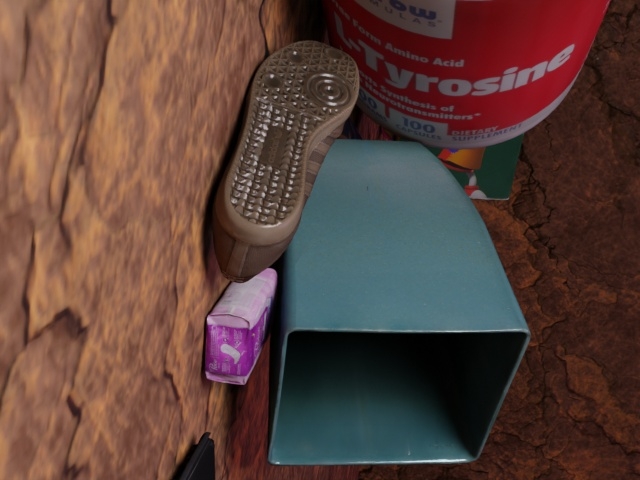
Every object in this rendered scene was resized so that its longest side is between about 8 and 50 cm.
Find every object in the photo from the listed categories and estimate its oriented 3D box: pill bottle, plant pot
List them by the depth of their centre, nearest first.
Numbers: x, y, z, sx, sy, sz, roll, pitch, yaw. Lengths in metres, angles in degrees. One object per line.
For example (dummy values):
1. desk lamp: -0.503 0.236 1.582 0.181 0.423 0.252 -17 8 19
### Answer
1. pill bottle: 0.103 -0.231 0.641 0.408 0.229 0.229 67 33 -75
2. plant pot: 0.041 0.034 0.737 0.234 0.165 0.166 -96 -169 -45

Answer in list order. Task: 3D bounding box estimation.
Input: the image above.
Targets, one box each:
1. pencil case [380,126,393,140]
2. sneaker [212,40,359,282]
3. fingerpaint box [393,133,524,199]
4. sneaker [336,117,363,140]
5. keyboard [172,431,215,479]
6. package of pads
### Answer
1. pencil case: 0.171 -0.274 1.635 0.104 0.104 0.236 90 14 -54
2. sneaker: -0.029 -0.055 0.594 0.071 0.066 0.188 117 -2 -48
3. fingerpaint box: 0.189 -0.338 1.194 0.371 0.163 0.445 92 2 -45
4. sneaker: 0.019 -0.077 0.934 0.053 0.059 0.144 53 20 -36
5. keyboard: -0.094 0.202 0.541 0.180 0.023 0.108 -60 153 -67
6. package of pads: -0.052 0.054 0.620 0.083 0.032 0.050 -63 159 -67
